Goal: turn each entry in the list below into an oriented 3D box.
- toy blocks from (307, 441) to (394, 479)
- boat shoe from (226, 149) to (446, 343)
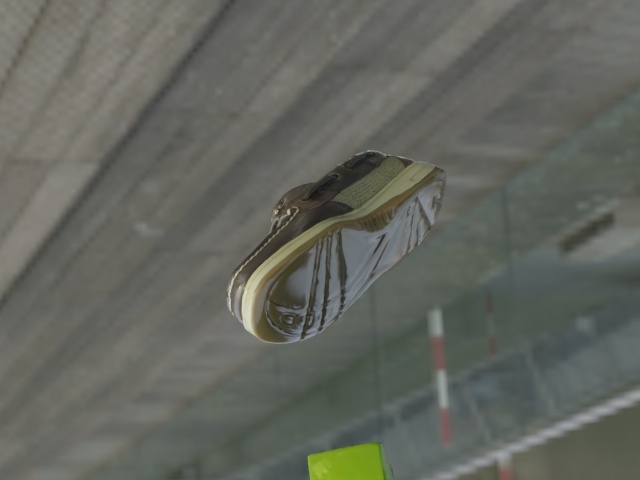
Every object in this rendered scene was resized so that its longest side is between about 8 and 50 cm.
[{"bbox_3d":[0.045,0.249,1.309,0.381,0.191,0.261,-12,165,16],"label":"toy blocks"},{"bbox_3d":[0.000,-0.001,1.288,0.073,0.080,0.223,23,-145,27],"label":"boat shoe"}]
